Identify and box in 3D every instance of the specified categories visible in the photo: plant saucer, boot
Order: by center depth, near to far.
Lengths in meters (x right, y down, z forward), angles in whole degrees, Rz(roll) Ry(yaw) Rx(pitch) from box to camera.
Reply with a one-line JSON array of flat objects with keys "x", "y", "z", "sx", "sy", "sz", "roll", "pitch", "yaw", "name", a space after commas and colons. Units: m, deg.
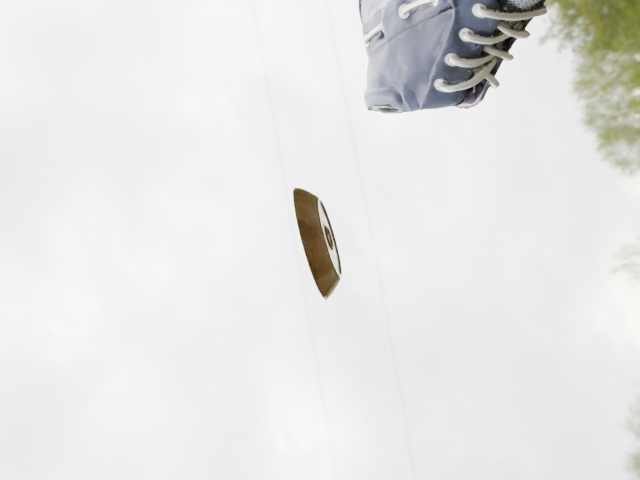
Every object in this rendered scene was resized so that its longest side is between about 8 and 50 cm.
[{"x": 0.081, "y": -0.106, "z": 0.469, "sx": 0.069, "sy": 0.190, "sz": 0.086, "roll": -4, "pitch": -86, "yaw": -26, "name": "boot"}, {"x": 0.000, "y": 0.000, "z": 0.697, "sx": 0.083, "sy": 0.015, "sz": 0.083, "roll": -15, "pitch": -90, "yaw": -83, "name": "plant saucer"}]
